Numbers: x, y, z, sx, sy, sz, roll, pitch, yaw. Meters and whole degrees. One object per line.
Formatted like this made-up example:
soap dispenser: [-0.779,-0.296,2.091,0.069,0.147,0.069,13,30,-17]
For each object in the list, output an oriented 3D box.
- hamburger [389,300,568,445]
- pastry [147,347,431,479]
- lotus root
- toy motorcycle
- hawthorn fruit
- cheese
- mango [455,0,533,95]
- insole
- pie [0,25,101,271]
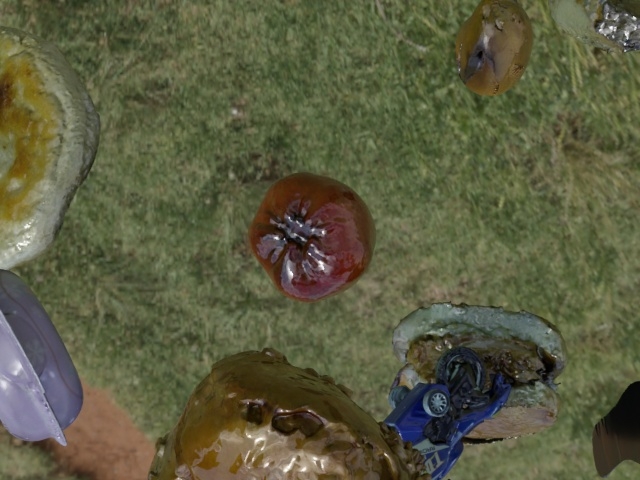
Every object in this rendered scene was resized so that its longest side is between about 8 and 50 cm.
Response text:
hamburger: [0.289,0.256,1.621,0.317,0.195,0.277,4,153,11]
pastry: [-0.038,0.241,0.805,0.255,0.162,0.311,45,122,7]
lotus root: [0.301,-0.234,0.905,0.143,0.144,0.070,20,129,-4]
toy motorcycle: [0.180,0.306,1.367,0.169,0.315,0.113,53,155,-12]
hawthorn fruit: [0.000,0.000,1.538,0.224,0.224,0.261,-30,162,18]
cheese: [-0.162,0.061,0.459,0.042,0.105,0.191,-29,-178,-24]
mango: [0.311,-0.359,1.587,0.151,0.156,0.249,-33,160,-1]
insole: [0.456,0.287,1.301,0.009,0.119,0.348,-1,155,0]
pie: [-0.390,-0.104,1.003,0.337,0.338,0.075,-32,155,19]
